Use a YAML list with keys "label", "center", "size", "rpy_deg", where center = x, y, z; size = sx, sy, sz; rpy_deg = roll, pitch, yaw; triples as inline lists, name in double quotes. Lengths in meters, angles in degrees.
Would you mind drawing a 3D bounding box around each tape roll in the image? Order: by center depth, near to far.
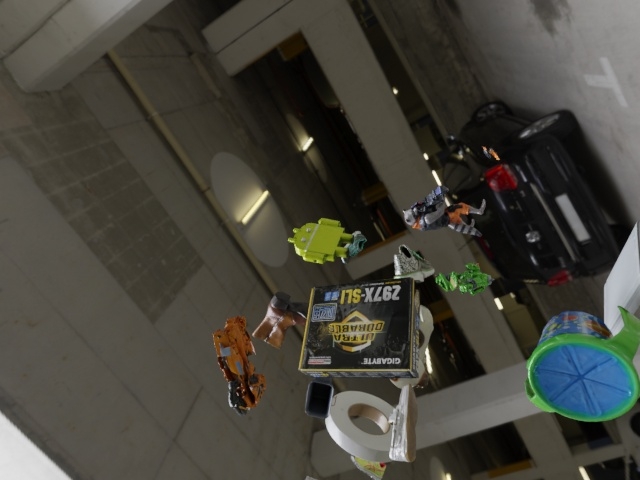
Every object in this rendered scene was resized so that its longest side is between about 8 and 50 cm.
- label: "tape roll"
  center: [0.213, 0.850, 1.946]
  size: [0.392, 0.392, 0.072]
  rpy_deg: [-43, -30, -72]

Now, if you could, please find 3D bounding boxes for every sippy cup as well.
- label: "sippy cup"
  center: [0.676, 0.304, 1.100]
  size: [0.224, 0.305, 0.240]
  rpy_deg: [-35, -75, -57]

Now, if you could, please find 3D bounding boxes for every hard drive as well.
- label: "hard drive"
  center: [0.881, 0.120, 1.206]
  size: [0.308, 0.040, 0.203]
  rpy_deg: [72, -144, -47]

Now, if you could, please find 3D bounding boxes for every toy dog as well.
- label: "toy dog"
  center: [0.461, 0.559, 2.161]
  size: [0.284, 0.395, 0.408]
  rpy_deg: [23, -120, -13]

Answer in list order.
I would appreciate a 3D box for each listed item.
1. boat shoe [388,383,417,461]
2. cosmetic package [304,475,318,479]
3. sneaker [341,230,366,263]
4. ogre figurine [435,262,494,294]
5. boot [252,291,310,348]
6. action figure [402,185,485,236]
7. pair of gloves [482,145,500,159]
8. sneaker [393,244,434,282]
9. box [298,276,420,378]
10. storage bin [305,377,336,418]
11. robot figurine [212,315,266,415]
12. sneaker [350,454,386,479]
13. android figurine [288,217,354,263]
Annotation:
- label: "boat shoe"
  center: [0.288, 0.646, 1.508]
  size: [0.098, 0.096, 0.277]
  rpy_deg: [57, -148, -28]
- label: "cosmetic package"
  center: [-0.025, 0.748, 1.084]
  size: [0.060, 0.098, 0.239]
  rpy_deg: [-8, -69, -73]
- label: "sneaker"
  center: [0.159, 0.039, 1.985]
  size: [0.065, 0.166, 0.076]
  rpy_deg: [19, -169, -45]
- label: "ogre figurine"
  center: [0.447, 0.124, 1.302]
  size: [0.197, 0.118, 0.097]
  rpy_deg: [108, 151, -71]
- label: "boot"
  center: [-0.144, 0.395, 1.873]
  size: [0.264, 0.280, 0.096]
  rpy_deg: [24, -152, -6]
- label: "action figure"
  center: [0.517, -0.109, 1.772]
  size: [0.341, 0.330, 0.179]
  rpy_deg: [68, -158, -78]
- label: "pair of gloves"
  center: [0.772, -0.396, 1.908]
  size: [0.074, 0.010, 0.083]
  rpy_deg: [45, 180, -28]
- label: "sneaker"
  center: [0.442, 0.100, 2.019]
  size: [0.410, 0.158, 0.182]
  rpy_deg: [-16, -89, -67]
- label: "box"
  center: [0.111, 0.244, 1.168]
  size: [0.079, 0.322, 0.257]
  rpy_deg: [48, -138, -45]
- label: "storage bin"
  center: [0.008, 0.522, 1.442]
  size: [0.091, 0.098, 0.135]
  rpy_deg: [-61, -20, -73]
- label: "robot figurine"
  center: [-0.250, 0.399, 1.333]
  size: [0.211, 0.085, 0.291]
  rpy_deg: [-53, -54, -78]
- label: "sneaker"
  center: [0.227, 1.042, 1.974]
  size: [0.208, 0.094, 0.081]
  rpy_deg: [42, 169, -23]
- label: "android figurine"
  center: [0.000, 0.000, 1.795]
  size: [0.056, 0.272, 0.248]
  rpy_deg: [84, -155, -45]
